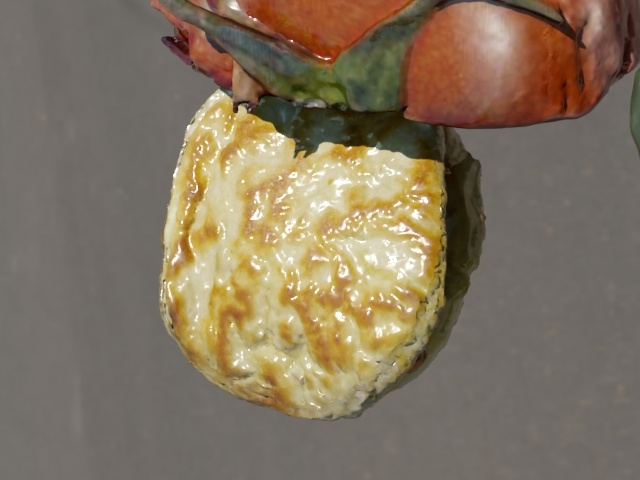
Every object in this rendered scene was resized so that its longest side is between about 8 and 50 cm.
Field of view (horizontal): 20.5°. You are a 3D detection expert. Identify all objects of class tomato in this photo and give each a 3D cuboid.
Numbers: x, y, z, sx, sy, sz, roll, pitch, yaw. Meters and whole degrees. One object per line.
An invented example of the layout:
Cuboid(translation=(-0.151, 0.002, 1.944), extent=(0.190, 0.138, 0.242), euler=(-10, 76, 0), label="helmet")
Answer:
Cuboid(translation=(0.051, -0.197, 0.969), extent=(0.309, 0.309, 0.170), euler=(-123, 27, -46), label="tomato")

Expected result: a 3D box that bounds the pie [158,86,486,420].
Cuboid(translation=(0.000, 0.000, 1.008), extent=(0.178, 0.084, 0.205), euler=(2, 78, 24), label="pie")

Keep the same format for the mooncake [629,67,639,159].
Cuboid(translation=(0.231, -0.054, 0.828), extent=(0.175, 0.168, 0.104), euler=(41, -127, -80), label="mooncake")
